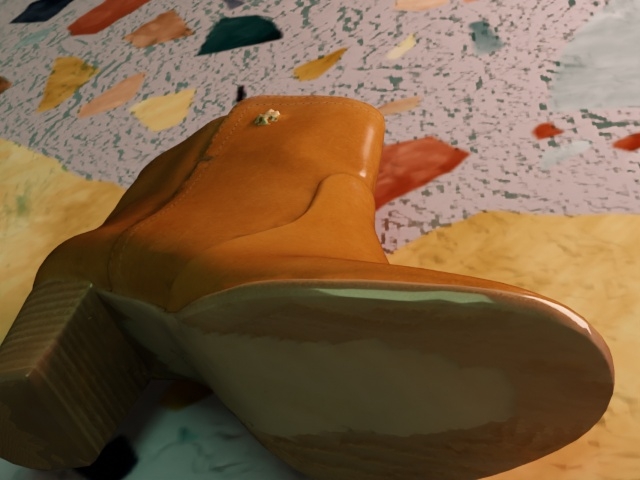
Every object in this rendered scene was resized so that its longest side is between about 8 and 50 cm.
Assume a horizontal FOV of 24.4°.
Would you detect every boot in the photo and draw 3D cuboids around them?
[{"bbox_3d":[0.000,0.001,0.635,0.295,0.104,0.211,-7,34,30],"label":"boot"}]
